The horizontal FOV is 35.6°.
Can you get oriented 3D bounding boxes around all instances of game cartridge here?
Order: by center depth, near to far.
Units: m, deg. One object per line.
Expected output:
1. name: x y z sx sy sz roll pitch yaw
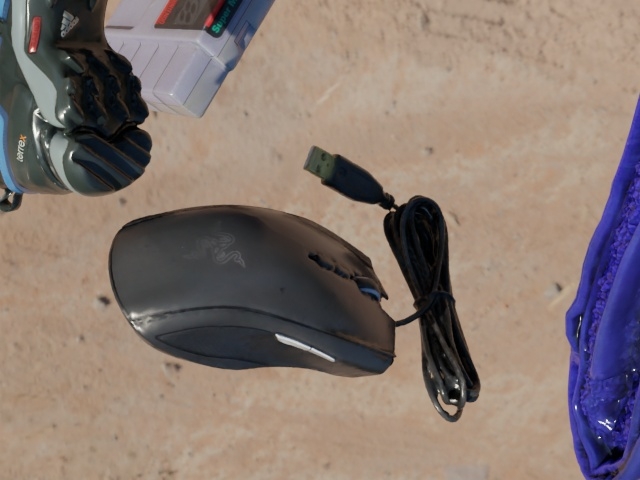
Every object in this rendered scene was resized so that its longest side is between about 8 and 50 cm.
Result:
1. game cartridge: -0.112 -0.297 1.050 0.068 0.230 0.355 36 77 -35

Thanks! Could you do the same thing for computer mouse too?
1. computer mouse: 0.000 0.000 0.610 0.262 0.184 0.060 18 138 -32

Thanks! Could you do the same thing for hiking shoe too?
1. hiking shoe: -0.211 -0.176 0.701 0.113 0.132 0.304 -3 88 -60

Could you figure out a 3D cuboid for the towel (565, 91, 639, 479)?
1. towel: 0.237 -0.028 0.333 0.308 0.076 0.227 -11 141 -15
